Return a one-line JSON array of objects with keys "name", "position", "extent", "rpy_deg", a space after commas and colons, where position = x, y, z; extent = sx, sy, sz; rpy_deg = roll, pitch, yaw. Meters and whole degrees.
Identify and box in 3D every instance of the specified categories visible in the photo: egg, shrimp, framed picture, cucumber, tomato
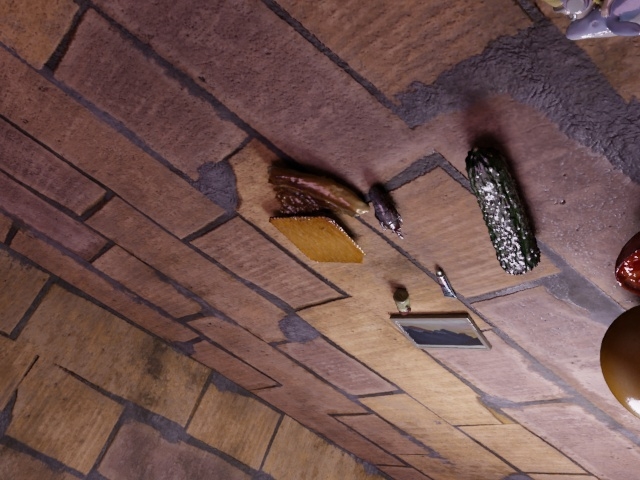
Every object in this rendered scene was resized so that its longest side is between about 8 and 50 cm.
[{"name": "egg", "position": [0.791, 0.282, 1.296], "extent": [0.351, 0.282, 0.282], "rpy_deg": [28, 148, -5]}, {"name": "shrimp", "position": [0.160, -0.059, 1.401], "extent": [0.057, 0.065, 0.165], "rpy_deg": [-27, 129, 8]}, {"name": "framed picture", "position": [0.370, 0.283, 1.817], "extent": [0.265, 0.018, 0.192], "rpy_deg": [-8, 137, 39]}, {"name": "cucumber", "position": [0.373, -0.070, 1.229], "extent": [0.096, 0.096, 0.359], "rpy_deg": [-3, 137, 35]}, {"name": "tomato", "position": [0.705, 0.030, 1.160], "extent": [0.228, 0.101, 0.228], "rpy_deg": [10, 142, 8]}]

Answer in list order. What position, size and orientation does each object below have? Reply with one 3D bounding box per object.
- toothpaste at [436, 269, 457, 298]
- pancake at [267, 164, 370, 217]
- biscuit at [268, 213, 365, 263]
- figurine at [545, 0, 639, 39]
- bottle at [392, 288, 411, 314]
[{"name": "toothpaste", "position": [0.337, 0.120, 1.595], "extent": [0.037, 0.021, 0.140], "rpy_deg": [6, 147, 33]}, {"name": "pancake", "position": [-0.032, -0.096, 1.478], "extent": [0.266, 0.057, 0.244], "rpy_deg": [30, 149, -13]}, {"name": "biscuit", "position": [0.000, 0.000, 1.605], "extent": [0.232, 0.013, 0.237], "rpy_deg": [0, 148, 41]}, {"name": "figurine", "position": [0.386, -0.355, 0.775], "extent": [0.184, 0.128, 0.208], "rpy_deg": [24, 140, 4]}, {"name": "bottle", "position": [0.241, 0.186, 1.727], "extent": [0.047, 0.063, 0.101], "rpy_deg": [-14, 142, 5]}]
